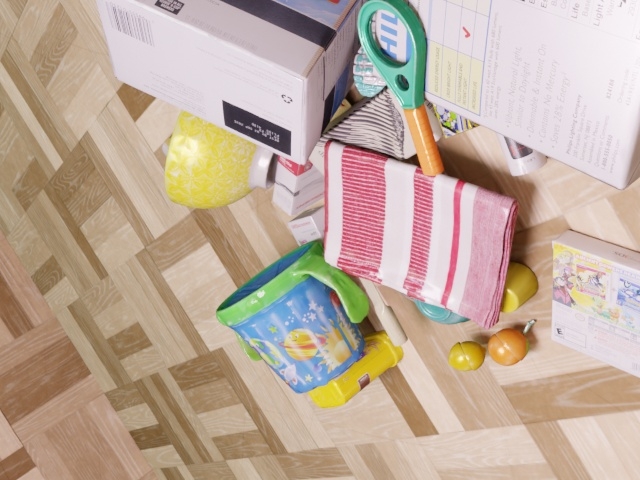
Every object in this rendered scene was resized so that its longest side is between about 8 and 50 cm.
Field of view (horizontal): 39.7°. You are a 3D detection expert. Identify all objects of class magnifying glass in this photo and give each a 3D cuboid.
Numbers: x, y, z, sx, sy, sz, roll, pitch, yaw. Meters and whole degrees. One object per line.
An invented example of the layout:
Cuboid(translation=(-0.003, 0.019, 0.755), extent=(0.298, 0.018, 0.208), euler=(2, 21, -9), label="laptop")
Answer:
Cuboid(translation=(0.105, -0.185, 1.074), extent=(0.092, 0.026, 0.231), euler=(10, 130, 50), label="magnifying glass")

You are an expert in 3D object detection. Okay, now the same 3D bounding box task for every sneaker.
Cuboid(translation=(0.097, -0.291, 1.304), extent=(0.065, 0.076, 0.166), euler=(19, 96, 16), label="sneaker")

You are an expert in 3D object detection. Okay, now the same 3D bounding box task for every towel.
Cuboid(translation=(0.142, -0.011, 1.395), extent=(0.329, 0.037, 0.237), euler=(21, 129, 28), label="towel")

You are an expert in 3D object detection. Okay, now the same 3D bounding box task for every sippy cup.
Cuboid(translation=(-0.039, 0.155, 1.664), extent=(0.224, 0.240, 0.305), euler=(55, 174, -6), label="sippy cup")

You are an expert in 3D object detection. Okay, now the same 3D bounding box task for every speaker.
Cuboid(translation=(0.273, -0.162, 1.250), extent=(0.055, 0.055, 0.136), euler=(-5, 113, 53), label="speaker")

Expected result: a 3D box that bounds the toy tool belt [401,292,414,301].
Cuboid(translation=(0.176, 0.082, 1.577), extent=(0.083, 0.052, 0.051), euler=(15, 137, 45), label="toy tool belt")

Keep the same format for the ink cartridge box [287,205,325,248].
Cuboid(translation=(0.000, 0.000, 1.730), extent=(0.088, 0.052, 0.122), euler=(-15, 104, 55), label="ink cartridge box")

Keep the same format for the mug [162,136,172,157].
Cuboid(translation=(-0.314, -0.205, 1.966), extent=(0.064, 0.078, 0.062), euler=(39, 176, 39), label="mug")

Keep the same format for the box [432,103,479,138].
Cuboid(translation=(0.186, -0.239, 1.275), extent=(0.059, 0.054, 0.168), euler=(-17, 96, 55), label="box")

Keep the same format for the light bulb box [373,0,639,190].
Cuboid(translation=(0.266, -0.311, 0.980), extent=(0.361, 0.225, 0.357), euler=(33, 140, 33), label="light bulb box")

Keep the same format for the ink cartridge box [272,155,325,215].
Cuboid(translation=(-0.031, -0.125, 1.622), extent=(0.056, 0.099, 0.135), euler=(40, 142, 24), label="ink cartridge box")

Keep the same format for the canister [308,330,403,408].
Cuboid(translation=(0.065, 0.257, 1.753), extent=(0.073, 0.170, 0.126), euler=(59, 147, -3), label="canister")

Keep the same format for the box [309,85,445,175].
Cuboid(translation=(0.095, -0.175, 1.410), extent=(0.113, 0.094, 0.275), euler=(46, 147, -9), label="box")

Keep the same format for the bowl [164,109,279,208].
Cuboid(translation=(-0.147, -0.173, 1.607), extent=(0.156, 0.289, 0.289), euler=(22, 138, 9), label="bowl")

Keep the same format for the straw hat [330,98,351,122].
Cuboid(translation=(-0.011, -0.242, 1.530), extent=(0.144, 0.145, 0.061), euler=(138, 136, -56), label="straw hat")

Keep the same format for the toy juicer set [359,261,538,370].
Cuboid(translation=(0.216, 0.118, 1.515), extent=(0.329, 0.089, 0.209), euler=(8, 124, 35), label="toy juicer set")

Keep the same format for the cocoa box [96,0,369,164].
Cuboid(translation=(-0.122, -0.321, 1.339), extent=(0.347, 0.228, 0.231), euler=(26, 155, 10), label="cocoa box")

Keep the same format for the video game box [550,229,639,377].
Cuboid(translation=(0.430, 0.098, 1.273), extent=(0.205, 0.048, 0.187), euler=(23, 136, 39), label="video game box")
